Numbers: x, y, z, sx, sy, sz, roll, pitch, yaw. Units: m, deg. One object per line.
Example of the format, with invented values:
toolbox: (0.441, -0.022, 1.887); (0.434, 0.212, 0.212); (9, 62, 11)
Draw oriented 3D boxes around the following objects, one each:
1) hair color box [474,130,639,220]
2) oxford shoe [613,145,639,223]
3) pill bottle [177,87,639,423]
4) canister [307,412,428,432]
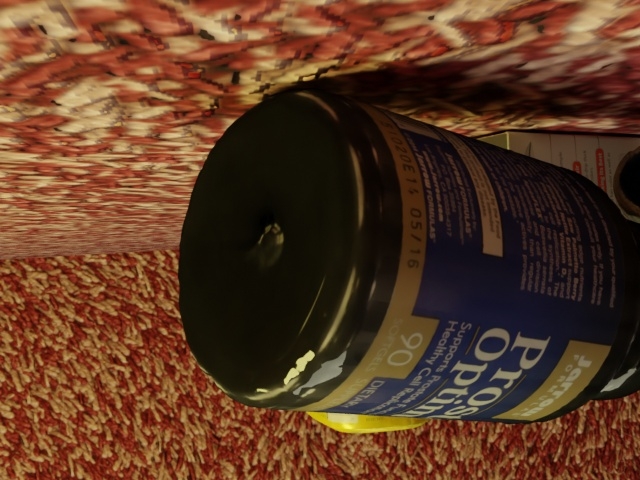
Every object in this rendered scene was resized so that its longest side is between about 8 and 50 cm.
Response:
hair color box: (0.158, -0.016, 0.587); (0.167, 0.093, 0.053); (-1, 178, -35)
oxford shoe: (0.303, -0.018, 0.420); (0.348, 0.123, 0.130); (-6, 172, 38)
pill bottle: (0.060, 0.017, 0.419); (0.219, 0.123, 0.123); (11, 169, -38)
canister: (0.024, 0.033, 0.634); (0.073, 0.170, 0.126); (-3, 178, -13)
